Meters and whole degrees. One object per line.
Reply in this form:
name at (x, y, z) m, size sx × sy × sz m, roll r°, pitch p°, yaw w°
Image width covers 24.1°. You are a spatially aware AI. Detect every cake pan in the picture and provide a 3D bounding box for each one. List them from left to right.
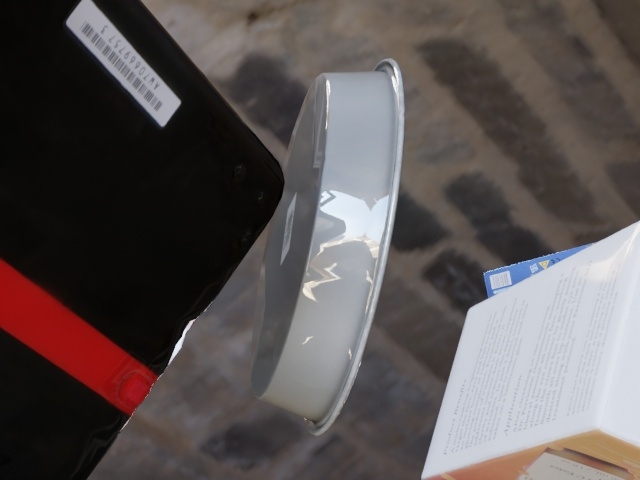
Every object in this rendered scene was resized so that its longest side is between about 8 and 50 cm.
cake pan at (0.000, 0.000, 1.143) m, size 0.054 × 0.293 × 0.293 m, roll 12°, pitch 16°, yaw -9°

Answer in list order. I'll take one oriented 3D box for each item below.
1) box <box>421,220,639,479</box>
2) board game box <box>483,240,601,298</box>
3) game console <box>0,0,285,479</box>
box at (0.141, 0.074, 0.638) m, size 0.130 × 0.091 × 0.170 m, roll 23°, pitch -21°, yaw -12°
board game box at (0.249, 0.026, 1.199) m, size 0.136 × 0.201 × 0.035 m, roll 19°, pitch 58°, yaw -60°
game console at (-0.193, 0.014, 0.741) m, size 0.060 × 0.342 × 0.386 m, roll 28°, pitch -11°, yaw 31°
